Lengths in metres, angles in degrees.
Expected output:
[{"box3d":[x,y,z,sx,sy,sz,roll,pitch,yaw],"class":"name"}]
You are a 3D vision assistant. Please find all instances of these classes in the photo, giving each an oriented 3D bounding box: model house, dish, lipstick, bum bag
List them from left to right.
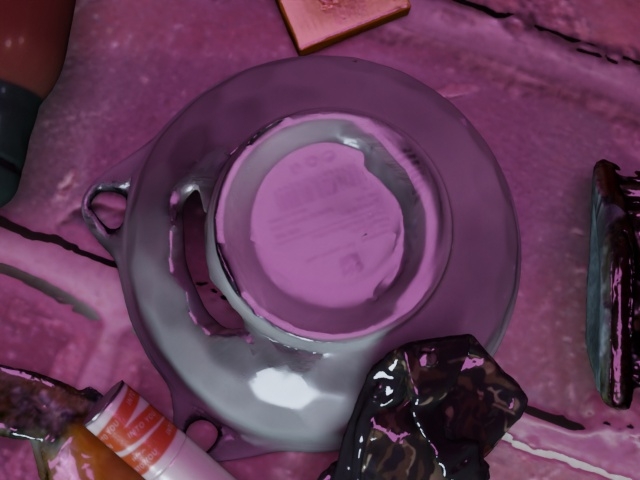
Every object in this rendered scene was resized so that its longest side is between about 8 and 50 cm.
[{"box3d":[-0.091,0.146,0.830,0.131,0.038,0.038,43,81,-10],"class":"lipstick"},{"box3d":[0.000,0.000,0.832,0.303,0.120,0.303,1,81,-4],"class":"dish"},{"box3d":[0.042,0.166,0.808,0.102,0.069,0.248,12,115,-36],"class":"bum bag"},{"box3d":[0.249,0.029,0.846,0.152,0.106,0.165,4,86,0],"class":"model house"}]

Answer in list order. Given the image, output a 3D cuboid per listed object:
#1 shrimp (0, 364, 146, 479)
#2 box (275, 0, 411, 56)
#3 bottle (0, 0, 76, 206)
[{"box3d":[-0.280,0.177,0.812,0.445,0.085,0.272,26,76,-2],"class":"shrimp"},{"box3d":[-0.006,-0.215,0.913,0.087,0.023,0.155,-22,84,-9],"class":"box"},{"box3d":[-0.219,-0.185,0.840,0.144,0.144,0.336,7,83,-2],"class":"bottle"}]
